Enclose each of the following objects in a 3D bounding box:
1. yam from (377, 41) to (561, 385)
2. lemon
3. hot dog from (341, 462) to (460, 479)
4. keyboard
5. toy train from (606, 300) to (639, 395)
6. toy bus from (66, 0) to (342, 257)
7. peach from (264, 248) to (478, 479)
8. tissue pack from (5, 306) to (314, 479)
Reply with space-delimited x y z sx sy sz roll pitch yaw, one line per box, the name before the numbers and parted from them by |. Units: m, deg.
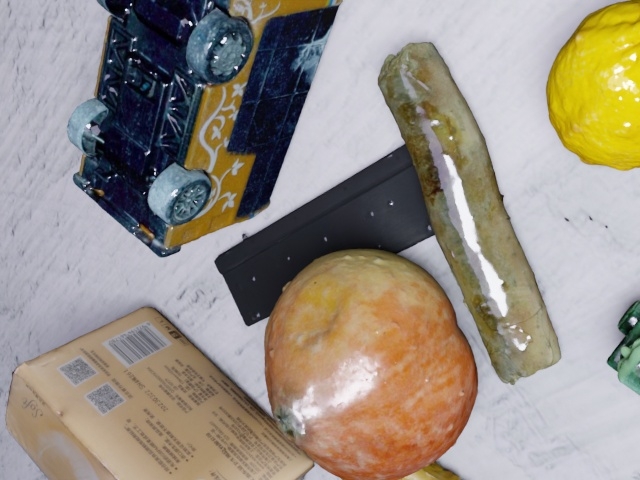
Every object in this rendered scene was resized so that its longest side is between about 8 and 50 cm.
yam | 0.135 -0.024 0.671 0.318 0.071 0.067 68 164 0
lemon | 0.224 -0.113 0.539 0.114 0.114 0.155 46 167 17
hot dog | 0.102 0.263 0.775 0.289 0.068 0.083 33 97 29
keyboard | 0.000 0.000 0.803 0.309 0.018 0.101 -29 86 37
toy train | 0.306 0.122 0.548 0.200 0.132 0.083 34 119 21
toy bus | -0.109 -0.167 0.726 0.162 0.194 0.324 37 124 22
peach | 0.032 0.119 0.685 0.232 0.232 0.233 10 108 33
tissue pack | -0.204 0.272 0.902 0.305 0.238 0.239 39 122 20
